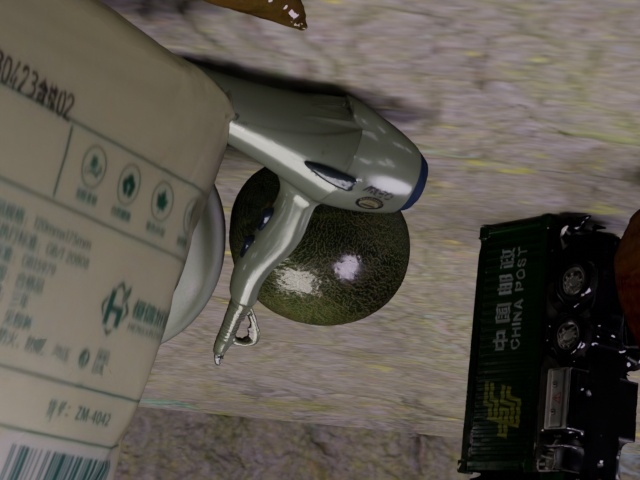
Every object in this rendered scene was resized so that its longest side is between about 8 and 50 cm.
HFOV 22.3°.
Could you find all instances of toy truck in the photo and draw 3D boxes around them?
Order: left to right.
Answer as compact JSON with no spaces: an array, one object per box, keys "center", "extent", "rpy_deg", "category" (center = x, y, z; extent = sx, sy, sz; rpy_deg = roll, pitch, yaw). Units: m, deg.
[{"center":[0.174,0.116,1.194],"extent":[0.088,0.259,0.121],"rpy_deg":[15,164,-35],"category":"toy truck"}]

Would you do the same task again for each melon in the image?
[{"center":[0.000,0.000,1.091],"extent":[0.114,0.114,0.167],"rpy_deg":[1,166,23],"category":"melon"}]

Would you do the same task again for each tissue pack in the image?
[{"center":[-0.225,-0.011,0.692],"extent":[0.207,0.297,0.380],"rpy_deg":[15,171,27],"category":"tissue pack"}]

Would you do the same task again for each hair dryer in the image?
[{"center":[-0.054,-0.025,0.975],"extent":[0.167,0.067,0.199],"rpy_deg":[36,114,-27],"category":"hair dryer"}]

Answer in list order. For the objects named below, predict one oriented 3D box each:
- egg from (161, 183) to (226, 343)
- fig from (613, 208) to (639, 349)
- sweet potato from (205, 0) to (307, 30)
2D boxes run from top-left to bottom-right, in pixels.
[{"center":[-0.136,-0.004,1.059],"extent":[0.151,0.151,0.209],"rpy_deg":[7,160,-5],"category":"egg"},{"center":[0.298,0.020,1.034],"extent":[0.201,0.134,0.146],"rpy_deg":[-15,167,37],"category":"fig"},{"center":[-0.093,-0.142,0.597],"extent":[0.059,0.069,0.249],"rpy_deg":[-39,142,24],"category":"sweet potato"}]
